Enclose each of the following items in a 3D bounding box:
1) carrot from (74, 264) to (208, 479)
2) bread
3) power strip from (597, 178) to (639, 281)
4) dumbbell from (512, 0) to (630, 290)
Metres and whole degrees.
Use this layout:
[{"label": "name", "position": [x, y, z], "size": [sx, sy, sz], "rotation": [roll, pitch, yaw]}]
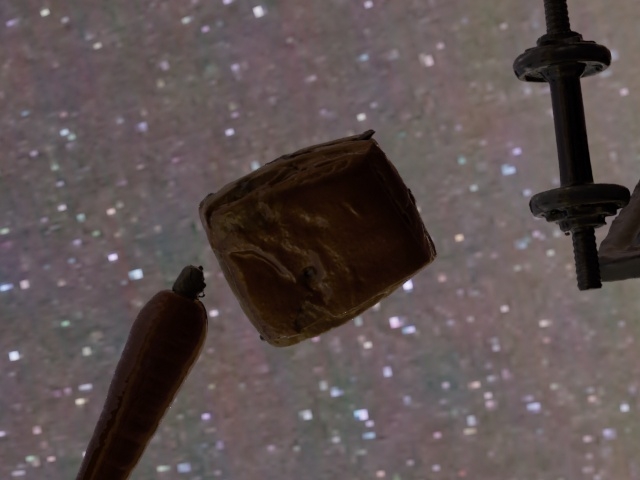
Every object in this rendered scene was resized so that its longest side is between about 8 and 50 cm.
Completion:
[{"label": "carrot", "position": [-0.176, 0.176, 1.475], "size": [0.069, 0.069, 0.336], "rotation": [29, -98, -42]}, {"label": "bread", "position": [0.000, 0.000, 1.855], "size": [0.210, 0.235, 0.099], "rotation": [63, -174, -21]}, {"label": "power strip", "position": [0.369, -0.070, 1.381], "size": [0.092, 0.257, 0.251], "rotation": [62, -145, -23]}, {"label": "dumbbell", "position": [0.199, -0.086, 1.293], "size": [0.081, 0.081, 0.254], "rotation": [3, -101, -49]}]
